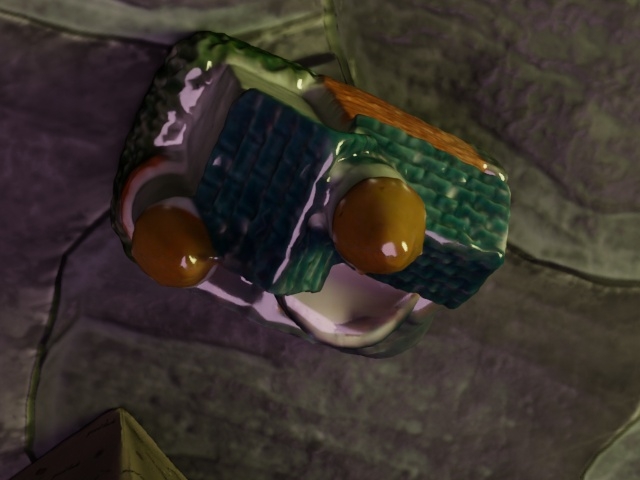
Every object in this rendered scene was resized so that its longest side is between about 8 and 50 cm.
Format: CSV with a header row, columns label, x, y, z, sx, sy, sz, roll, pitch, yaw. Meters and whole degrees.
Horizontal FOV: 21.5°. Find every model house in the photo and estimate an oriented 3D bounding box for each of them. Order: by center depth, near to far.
label,x,y,z,sx,sy,sz,roll,pitch,yaw
model house,0.000,0.000,1.137,0.271,0.301,0.190,24,99,-14

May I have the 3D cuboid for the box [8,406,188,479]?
label,x,y,z,sx,sy,sz,roll,pitch,yaw
box,-0.172,0.307,1.231,0.225,0.297,0.190,-36,113,7
